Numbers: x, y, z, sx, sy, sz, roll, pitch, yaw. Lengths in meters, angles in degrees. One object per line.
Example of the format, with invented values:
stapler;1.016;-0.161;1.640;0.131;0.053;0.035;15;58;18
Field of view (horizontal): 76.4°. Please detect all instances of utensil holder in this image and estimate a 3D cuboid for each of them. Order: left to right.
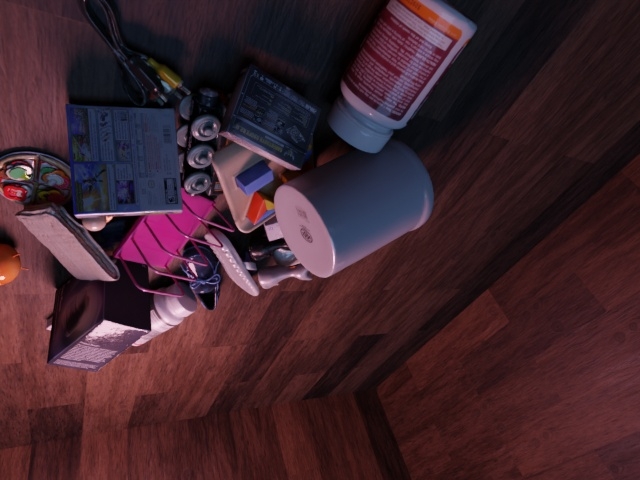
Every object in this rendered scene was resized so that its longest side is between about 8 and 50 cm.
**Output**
utensil holder;0.097;-0.103;1.265;0.385;0.327;0.327;-30;148;-25

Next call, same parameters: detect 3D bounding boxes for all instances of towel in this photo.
towel;-0.726;0.011;1.178;0.187;0.049;0.282;-1;130;28

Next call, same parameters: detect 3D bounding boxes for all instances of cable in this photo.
cable;-0.440;-0.427;0.935;0.139;0.072;0.287;-13;135;25

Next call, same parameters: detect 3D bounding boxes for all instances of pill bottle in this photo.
pill bottle;-0.646;0.285;1.613;0.283;0.161;0.161;-29;143;9
pill bottle;0.192;-0.442;1.069;0.224;0.224;0.392;8;134;-34

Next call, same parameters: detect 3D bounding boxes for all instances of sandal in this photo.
sandal;-0.305;0.086;1.569;0.102;0.169;0.416;-47;150;-21

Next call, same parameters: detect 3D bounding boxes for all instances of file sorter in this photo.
file sorter;-0.439;0.007;1.255;0.291;0.182;0.202;-50;150;8

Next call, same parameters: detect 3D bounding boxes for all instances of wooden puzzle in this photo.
wooden puzzle;-0.136;-0.192;1.227;0.322;0.080;0.348;-36;152;-17

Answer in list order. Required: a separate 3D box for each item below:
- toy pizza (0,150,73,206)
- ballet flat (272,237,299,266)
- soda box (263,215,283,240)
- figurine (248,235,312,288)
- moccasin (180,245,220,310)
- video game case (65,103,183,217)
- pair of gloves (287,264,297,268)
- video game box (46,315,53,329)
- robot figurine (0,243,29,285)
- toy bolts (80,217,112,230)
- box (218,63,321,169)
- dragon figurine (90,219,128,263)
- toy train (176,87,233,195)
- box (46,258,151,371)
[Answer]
toy pizza;-0.772;-0.155;1.105;0.201;0.032;0.201;-13;143;-11
ballet flat;0.000;0.000;1.618;0.400;0.139;0.139;-15;143;-4
soda box;-0.068;-0.096;1.479;0.286;0.098;0.091;-17;143;-8
figurine;-0.142;0.075;1.541;0.209;0.092;0.215;-7;118;10
moccasin;-0.442;0.154;1.587;0.137;0.117;0.342;-16;143;-7
video game case;-0.485;-0.196;1.021;0.244;0.269;0.061;-4;177;-23
pair of gloves;-0.108;0.103;1.780;0.074;0.010;0.083;7;132;-31
video game box;-0.922;0.311;1.604;0.187;0.048;0.205;-33;142;19
robot figurine;-1.002;0.076;1.201;0.219;0.128;0.158;-6;101;-20
toy bolts;-0.552;-0.123;1.148;0.218;0.158;0.228;14;131;-38
box;-0.124;-0.311;1.054;0.231;0.056;0.183;21;86;-35
dragon figurine;-0.648;-0.007;1.307;0.289;0.144;0.085;-27;146;-26
toy train;-0.294;-0.265;1.133;0.190;0.142;0.334;-12;142;-35
box;-0.748;0.235;1.387;0.294;0.296;0.183;-35;141;16
